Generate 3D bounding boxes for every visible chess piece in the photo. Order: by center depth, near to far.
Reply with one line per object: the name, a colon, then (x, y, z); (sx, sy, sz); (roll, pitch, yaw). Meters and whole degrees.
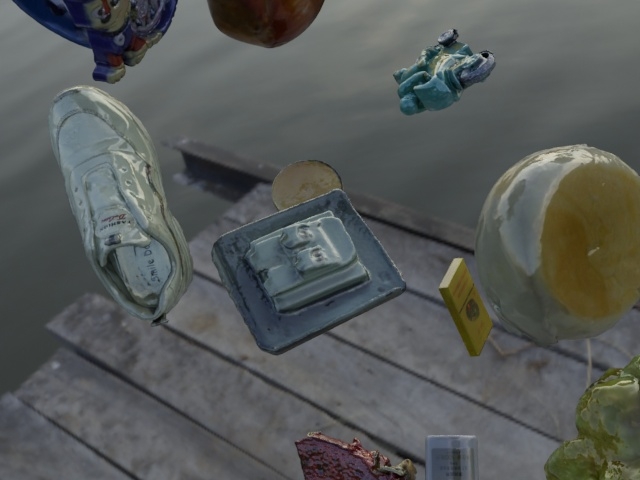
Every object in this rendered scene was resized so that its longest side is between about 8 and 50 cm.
chess piece: (0.000, 0.000, 1.703); (0.117, 0.397, 0.117); (-3, 65, 6)

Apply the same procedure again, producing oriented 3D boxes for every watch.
watch: (-0.287, -0.310, 1.142); (0.200, 0.196, 0.171); (21, 63, 21)

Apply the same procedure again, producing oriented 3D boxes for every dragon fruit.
dragon fruit: (0.107, 0.478, 1.735); (0.205, 0.317, 0.152); (-15, -2, 32)

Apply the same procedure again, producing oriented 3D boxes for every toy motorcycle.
toy motorcycle: (0.234, -0.323, 1.922); (0.198, 0.109, 0.296); (-38, 22, 2)

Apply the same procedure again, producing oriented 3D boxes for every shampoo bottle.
shampoo bottle: (0.211, 0.427, 1.526); (0.086, 0.056, 0.227); (1, 78, 1)

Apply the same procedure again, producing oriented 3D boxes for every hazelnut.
hazelnut: (-0.064, -0.334, 1.219); (0.182, 0.182, 0.182); (-10, 37, 8)

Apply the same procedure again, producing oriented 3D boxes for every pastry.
pastry: (0.307, 0.005, 1.192); (0.265, 0.265, 0.133); (-38, 16, -27)

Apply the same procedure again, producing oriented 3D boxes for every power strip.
power strip: (-0.021, 0.023, 1.231); (0.213, 0.064, 0.198); (-24, 56, -16)

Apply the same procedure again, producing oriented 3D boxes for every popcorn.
popcorn: (0.359, 0.255, 0.958); (0.276, 0.225, 0.276); (11, 41, -9)

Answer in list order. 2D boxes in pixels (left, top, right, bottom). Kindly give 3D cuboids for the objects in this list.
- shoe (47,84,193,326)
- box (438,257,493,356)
shoe: (-0.268, -0.042, 1.287); (0.132, 0.342, 0.210); (-22, 17, -1)
box: (0.255, 0.117, 1.665); (0.023, 0.155, 0.087); (-10, 30, 33)
